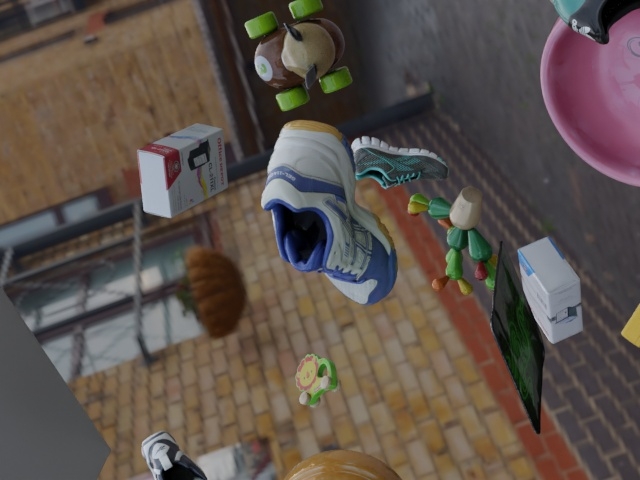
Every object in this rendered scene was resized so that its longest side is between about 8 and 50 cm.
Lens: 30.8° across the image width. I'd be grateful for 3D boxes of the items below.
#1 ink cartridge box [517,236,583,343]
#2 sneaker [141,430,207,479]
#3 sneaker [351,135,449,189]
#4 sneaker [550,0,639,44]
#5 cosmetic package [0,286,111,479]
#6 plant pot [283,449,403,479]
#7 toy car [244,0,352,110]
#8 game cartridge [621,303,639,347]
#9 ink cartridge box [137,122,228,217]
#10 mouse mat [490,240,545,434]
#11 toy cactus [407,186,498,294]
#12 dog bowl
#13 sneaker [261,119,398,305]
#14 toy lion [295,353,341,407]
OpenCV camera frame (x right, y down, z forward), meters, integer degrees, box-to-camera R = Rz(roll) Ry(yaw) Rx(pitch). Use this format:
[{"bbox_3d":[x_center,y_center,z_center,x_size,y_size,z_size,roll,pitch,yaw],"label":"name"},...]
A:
[{"bbox_3d":[0.495,0.108,2.501,0.190,0.082,0.139,69,175,-49],"label":"ink cartridge box"},{"bbox_3d":[-0.260,0.494,2.278,0.235,0.094,0.153,67,169,-21],"label":"sneaker"},{"bbox_3d":[0.127,-0.114,1.911,0.065,0.167,0.076,98,-175,-64],"label":"sneaker"},{"bbox_3d":[0.406,-0.337,1.320,0.108,0.302,0.121,29,-152,-57],"label":"sneaker"},{"bbox_3d":[-0.344,0.131,0.959,0.197,0.155,0.365,-67,-36,-47],"label":"cosmetic package"},{"bbox_3d":[0.021,0.404,1.542,0.188,0.205,0.205,-45,-64,-79],"label":"plant pot"},{"bbox_3d":[-0.035,-0.285,1.793,0.188,0.149,0.155,-84,-29,-77],"label":"toy car"},{"bbox_3d":[0.610,0.028,1.835,0.053,0.285,0.324,37,-159,22],"label":"game cartridge"},{"bbox_3d":[-0.260,-0.136,2.218,0.175,0.072,0.127,-33,-52,-47],"label":"ink cartridge box"},{"bbox_3d":[0.220,0.103,1.283,0.152,0.007,0.189,64,-157,-22],"label":"mouse mat"},{"bbox_3d":[0.214,-0.017,1.861,0.219,0.112,0.180,59,157,30],"label":"toy cactus"},{"bbox_3d":[0.537,-0.263,1.877,0.408,0.150,0.408,25,135,28],"label":"dog bowl"},{"bbox_3d":[0.000,0.000,1.358,0.296,0.112,0.131,61,-138,-44],"label":"sneaker"},{"bbox_3d":[-0.008,0.244,2.090,0.034,0.100,0.096,20,-134,-33],"label":"toy lion"}]
